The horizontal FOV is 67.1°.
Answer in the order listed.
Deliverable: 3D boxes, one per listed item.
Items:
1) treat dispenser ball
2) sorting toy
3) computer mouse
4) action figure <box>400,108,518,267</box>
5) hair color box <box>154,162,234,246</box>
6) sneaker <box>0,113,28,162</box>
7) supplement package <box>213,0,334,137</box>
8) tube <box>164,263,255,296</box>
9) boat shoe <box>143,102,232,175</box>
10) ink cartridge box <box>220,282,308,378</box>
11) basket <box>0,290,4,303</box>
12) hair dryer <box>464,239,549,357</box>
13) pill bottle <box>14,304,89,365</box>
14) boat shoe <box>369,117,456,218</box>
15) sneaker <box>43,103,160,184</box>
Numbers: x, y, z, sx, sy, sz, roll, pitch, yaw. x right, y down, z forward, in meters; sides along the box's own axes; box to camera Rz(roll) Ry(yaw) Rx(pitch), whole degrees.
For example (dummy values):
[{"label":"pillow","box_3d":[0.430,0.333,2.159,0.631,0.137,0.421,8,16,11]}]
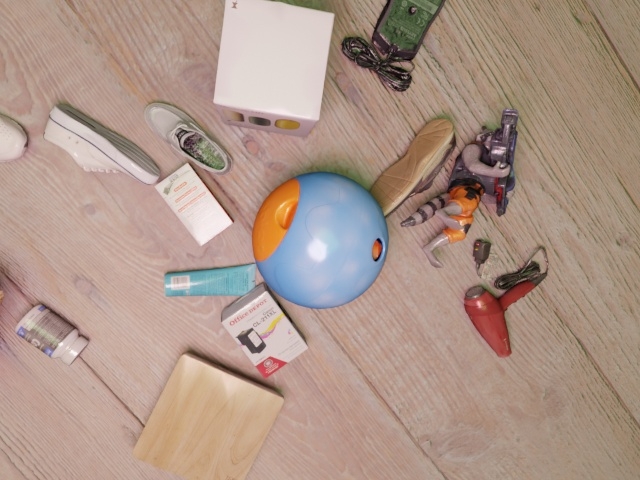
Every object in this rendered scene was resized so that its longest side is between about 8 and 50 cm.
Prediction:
[{"label":"treat dispenser ball","box_3d":[0.000,0.000,1.021,0.288,0.288,0.288,-1,95,-7]},{"label":"sorting toy","box_3d":[-0.255,0.415,1.125,0.255,0.089,0.257,27,92,-9]},{"label":"computer mouse","box_3d":[0.184,-0.505,1.116,0.188,0.072,0.272,29,103,-11]},{"label":"action figure","box_3d":[0.329,-0.143,1.074,0.178,0.341,0.330,23,63,27]},{"label":"hair color box","box_3d":[-0.283,-0.081,1.095,0.093,0.053,0.167,-36,100,-2]},{"label":"sneaker","box_3d":[-0.757,-0.242,0.980,0.297,0.129,0.111,21,90,-10]},{"label":"supplement package","box_3d":[-0.099,-0.338,0.990,0.199,0.262,0.198,8,94,-8]},{"label":"tube","box_3d":[-0.253,0.098,1.120,0.207,0.052,0.080,-2,108,-13]},{"label":"boat shoe","box_3d":[-0.291,-0.227,1.066,0.227,0.081,0.079,37,90,-9]},{"label":"ink cartridge box","box_3d":[-0.131,0.208,1.123,0.127,0.072,0.175,-35,105,-2]},{"label":"basket","box_3d":[-0.780,0.180,0.915,0.213,0.223,0.299,30,78,-37]},{"label":"hair dryer","box_3d":[0.467,0.149,1.202,0.223,0.080,0.294,10,94,-9]},{"label":"pill bottle","box_3d":[-0.590,0.211,1.068,0.137,0.078,0.078,39,89,-9]},{"label":"boat shoe","box_3d":[0.221,-0.152,1.135,0.285,0.103,0.092,-52,132,0]},{"label":"sneaker","box_3d":[-0.474,-0.188,1.052,0.258,0.094,0.091,34,108,-5]}]
